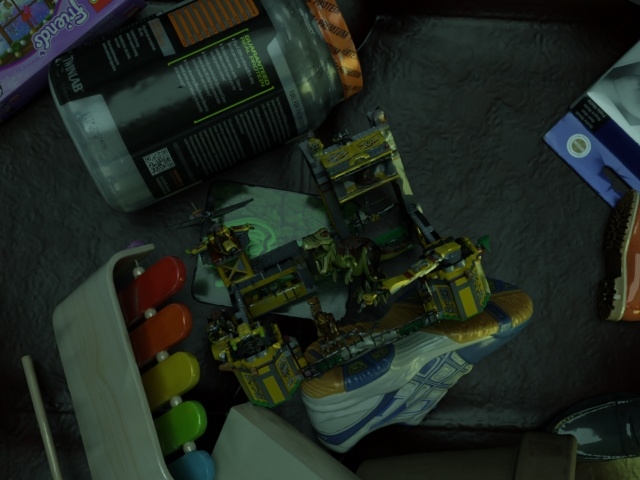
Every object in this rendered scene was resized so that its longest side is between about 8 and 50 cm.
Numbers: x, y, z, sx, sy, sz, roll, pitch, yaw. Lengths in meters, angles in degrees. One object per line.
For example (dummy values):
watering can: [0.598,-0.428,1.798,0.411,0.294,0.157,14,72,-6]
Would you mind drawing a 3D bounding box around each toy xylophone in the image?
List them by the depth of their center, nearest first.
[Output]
toy xylophone: [-0.219,0.168,1.016,0.236,0.081,0.323,-26,71,38]

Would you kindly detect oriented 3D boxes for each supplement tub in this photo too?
supplement tub: [-0.125,-0.175,1.060,0.316,0.193,0.193,-24,83,-4]

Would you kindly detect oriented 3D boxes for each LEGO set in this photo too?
LEGO set: [0.000,0.000,0.994,0.331,0.255,0.192,-20,123,5]

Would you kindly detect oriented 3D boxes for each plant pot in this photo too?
plant pot: [0.144,0.320,0.990,0.229,0.263,0.263,6,82,16]

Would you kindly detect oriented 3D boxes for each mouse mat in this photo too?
mouse mat: [-0.052,0.012,1.130,0.189,0.007,0.153,8,82,0]

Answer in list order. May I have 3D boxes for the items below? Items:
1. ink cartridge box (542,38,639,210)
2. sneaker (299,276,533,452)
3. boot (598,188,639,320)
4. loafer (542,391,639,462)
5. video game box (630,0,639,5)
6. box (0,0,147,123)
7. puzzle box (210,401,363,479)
ink cartridge box: [0.426,-0.129,1.144,0.223,0.045,0.224,45,83,5]
sneaker: [0.111,0.139,1.080,0.296,0.112,0.131,-19,125,-18]
boot: [0.383,0.020,1.120,0.084,0.059,0.158,6,90,-4]
loafer: [0.367,0.208,1.078,0.223,0.078,0.076,-10,82,-3]
video game box: [0.514,-0.354,1.177,0.187,0.048,0.205,27,82,5]
box: [-0.378,-0.270,1.104,0.293,0.057,0.201,-37,85,6]
puzzle box: [0.020,0.379,0.922,0.409,0.052,0.272,33,110,29]
